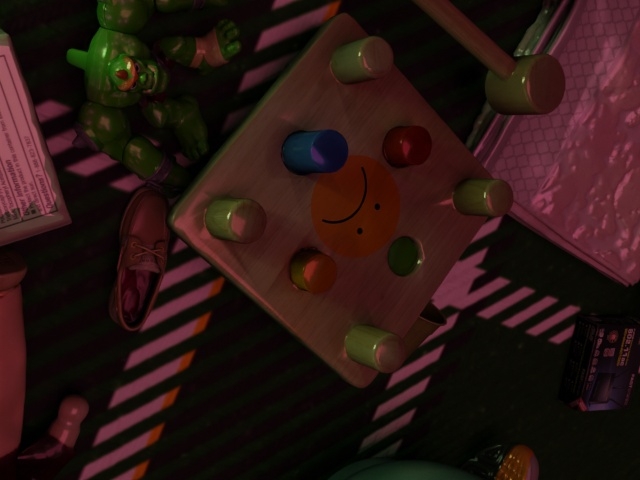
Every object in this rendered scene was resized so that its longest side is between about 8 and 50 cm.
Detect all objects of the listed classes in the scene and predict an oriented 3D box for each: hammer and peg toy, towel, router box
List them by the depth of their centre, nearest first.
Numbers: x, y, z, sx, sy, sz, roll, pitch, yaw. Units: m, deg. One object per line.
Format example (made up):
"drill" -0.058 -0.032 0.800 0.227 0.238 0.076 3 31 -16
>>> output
"hammer and peg toy" 0.053 -0.078 0.759 0.266 0.127 0.361 43 75 -24
"towel" 0.344 -0.146 0.933 0.317 0.053 0.332 27 94 -29
"router box" 0.366 0.158 1.043 0.092 0.038 0.122 2 104 -27

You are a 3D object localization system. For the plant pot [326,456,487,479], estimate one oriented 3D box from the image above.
"plant pot" 0.089 0.361 0.883 0.293 0.196 0.293 -7 108 -23

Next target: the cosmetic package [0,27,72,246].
"cosmetic package" -0.355 -0.048 0.587 0.296 0.129 0.153 -19 114 -20

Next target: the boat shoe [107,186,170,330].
"boat shoe" -0.162 0.019 0.746 0.050 0.045 0.135 6 103 -27

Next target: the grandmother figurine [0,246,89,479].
"grandmother figurine" -0.302 0.180 0.702 0.207 0.104 0.342 -5 110 -33

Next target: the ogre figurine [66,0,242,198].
"ogre figurine" -0.144 -0.137 0.684 0.118 0.097 0.197 2 126 -42

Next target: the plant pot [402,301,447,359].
"plant pot" 0.080 0.097 0.873 0.083 0.083 0.079 25 106 -29

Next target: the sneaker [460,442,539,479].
"sneaker" 0.222 0.367 1.017 0.121 0.099 0.262 7 110 -35
